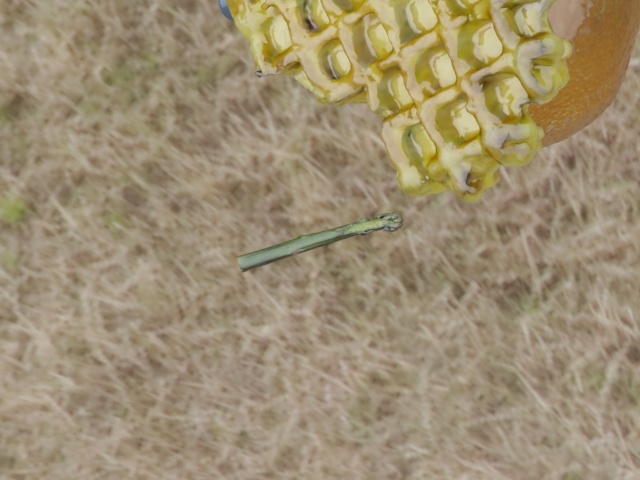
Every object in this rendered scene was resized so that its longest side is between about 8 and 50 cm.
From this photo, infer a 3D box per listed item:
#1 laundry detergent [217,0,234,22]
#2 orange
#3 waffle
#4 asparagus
[{"bbox_3d":[-0.029,-0.208,1.242,0.206,0.061,0.096,44,112,48],"label":"laundry detergent"},{"bbox_3d":[0.186,-0.266,1.711,0.357,0.322,0.322,17,80,-9],"label":"orange"},{"bbox_3d":[0.039,-0.150,0.936,0.253,0.056,0.249,13,113,29],"label":"waffle"},{"bbox_3d":[0.000,0.000,1.101,0.127,0.018,0.015,-16,66,4],"label":"asparagus"}]
